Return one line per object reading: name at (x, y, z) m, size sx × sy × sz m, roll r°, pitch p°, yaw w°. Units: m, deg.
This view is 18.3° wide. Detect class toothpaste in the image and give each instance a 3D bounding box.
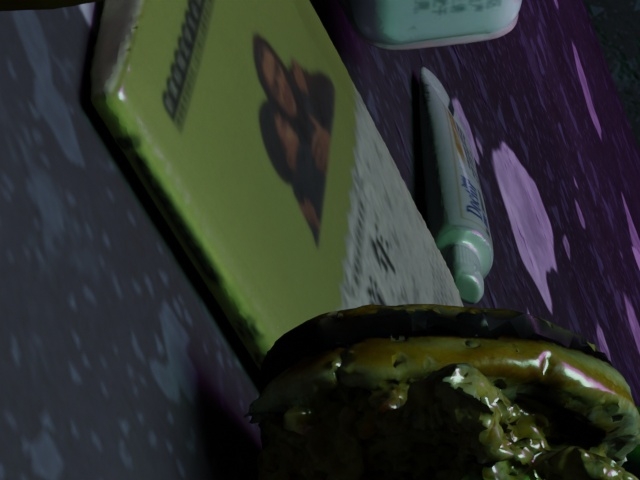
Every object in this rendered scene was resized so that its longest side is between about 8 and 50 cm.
toothpaste at (0.083, -0.032, 1.234) m, size 0.067 × 0.037 × 0.255 m, roll 57°, pitch 16°, yaw -25°

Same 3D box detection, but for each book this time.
book at (0.000, 0.000, 0.891) m, size 0.239 × 0.035 × 0.352 m, roll -86°, pitch 154°, yaw -51°

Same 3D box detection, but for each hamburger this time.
hamburger at (0.051, 0.100, 0.709) m, size 0.185 × 0.159 × 0.131 m, roll 84°, pitch 2°, yaw -52°

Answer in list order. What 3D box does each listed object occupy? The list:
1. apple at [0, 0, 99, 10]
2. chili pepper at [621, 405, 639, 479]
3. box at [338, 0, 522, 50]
apple at (-0.056, -0.221, 0.387) m, size 0.339 × 0.339 × 0.340 m, roll -19°, pitch 90°, yaw -76°
chili pepper at (0.190, 0.235, 0.990) m, size 0.385 × 0.167 × 0.213 m, roll 59°, pitch 20°, yaw -46°
box at (0.052, -0.297, 1.034) m, size 0.370 × 0.112 × 0.190 m, roll 89°, pitch -12°, yaw -46°
